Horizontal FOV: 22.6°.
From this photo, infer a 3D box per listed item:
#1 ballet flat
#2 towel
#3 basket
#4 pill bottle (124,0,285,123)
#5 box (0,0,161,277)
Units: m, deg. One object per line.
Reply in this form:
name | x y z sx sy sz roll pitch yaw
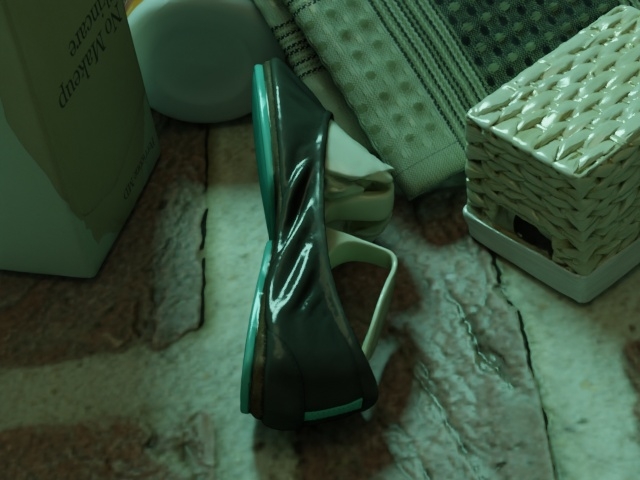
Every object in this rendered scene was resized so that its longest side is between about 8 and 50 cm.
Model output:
ballet flat | 0.000 0.000 1.025 0.096 0.095 0.280 1 54 -2
towel | 0.095 -0.215 1.147 0.312 0.056 0.324 -29 81 -22
basket | 0.183 -0.061 1.034 0.167 0.103 0.113 -36 48 -23
pill bottle | -0.085 -0.199 1.214 0.121 0.121 0.216 -6 44 5
box | -0.208 -0.135 1.034 0.121 0.311 0.148 6 47 17
